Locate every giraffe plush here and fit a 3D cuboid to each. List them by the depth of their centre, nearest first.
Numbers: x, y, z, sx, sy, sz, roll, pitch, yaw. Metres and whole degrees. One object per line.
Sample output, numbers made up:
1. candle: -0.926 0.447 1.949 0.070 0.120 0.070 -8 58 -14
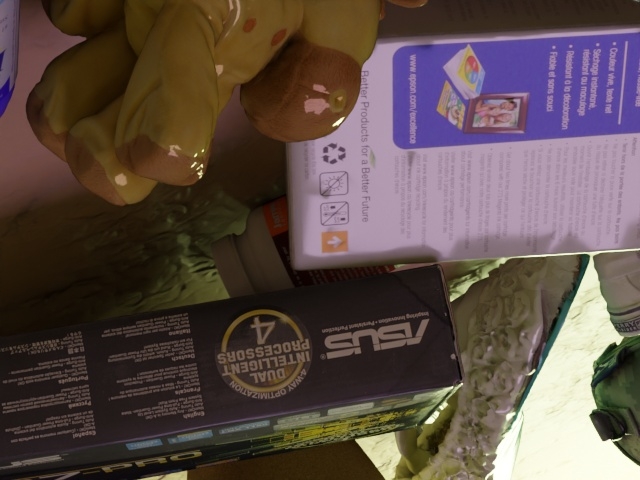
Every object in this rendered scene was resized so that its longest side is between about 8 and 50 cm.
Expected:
1. giraffe plush: -0.043 -0.118 1.001 0.171 0.181 0.210 7 109 -37

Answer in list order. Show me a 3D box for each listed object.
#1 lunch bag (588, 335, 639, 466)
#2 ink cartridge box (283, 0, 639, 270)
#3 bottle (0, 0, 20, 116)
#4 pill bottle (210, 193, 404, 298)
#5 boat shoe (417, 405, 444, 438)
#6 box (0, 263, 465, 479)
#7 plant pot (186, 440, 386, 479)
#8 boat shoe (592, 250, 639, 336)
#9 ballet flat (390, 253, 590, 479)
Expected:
1. lunch bag: 0.424 0.105 1.650 0.305 0.212 0.256 -27 -170 -39
2. ink cartridge box: 0.159 -0.075 1.173 0.371 0.069 0.175 -2 125 -1
3. bottle: -0.224 -0.101 0.975 0.118 0.092 0.283 -13 152 -19
4. pill bottle: 0.000 0.000 1.339 0.152 0.086 0.086 -25 153 4
5. boat shoe: 0.110 0.203 1.841 0.056 0.049 0.152 -22 153 3
6. box: -0.108 0.114 1.320 0.395 0.097 0.318 -9 167 -5
7. plant pot: -0.026 0.261 1.619 0.237 0.254 0.237 -18 154 -9
8. boat shoe: 0.335 -0.011 1.567 0.268 0.088 0.096 -29 -171 -28
9. ballet flat: 0.135 0.137 1.642 0.147 0.147 0.409 -12 143 -18
